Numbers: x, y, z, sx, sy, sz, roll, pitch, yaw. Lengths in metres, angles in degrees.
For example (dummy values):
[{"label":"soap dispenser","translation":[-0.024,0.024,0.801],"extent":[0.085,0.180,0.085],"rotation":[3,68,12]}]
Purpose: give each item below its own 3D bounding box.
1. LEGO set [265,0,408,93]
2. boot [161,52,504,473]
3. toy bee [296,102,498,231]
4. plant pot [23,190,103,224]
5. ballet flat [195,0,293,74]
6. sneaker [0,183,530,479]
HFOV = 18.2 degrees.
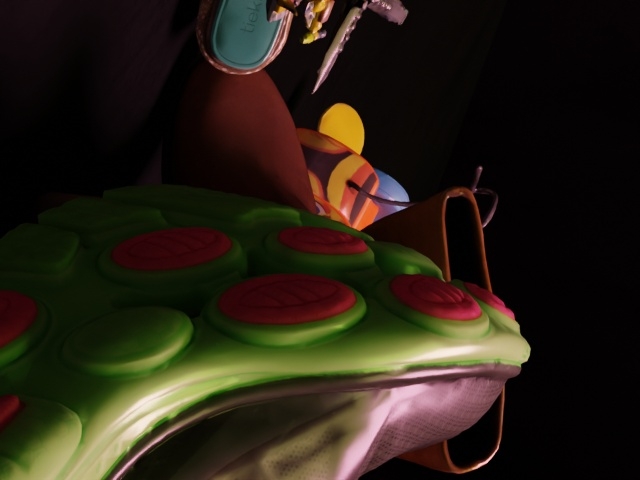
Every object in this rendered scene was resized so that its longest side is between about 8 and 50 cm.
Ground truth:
[{"label":"LEGO set","translation":[0.062,-0.231,0.993],"extent":[0.331,0.192,0.255],"rotation":[-62,167,8]},{"label":"boot","translation":[0.000,0.000,1.134],"extent":[0.280,0.096,0.264],"rotation":[165,-75,-65]},{"label":"toy bee","translation":[-0.002,-0.043,1.602],"extent":[0.298,0.162,0.195],"rotation":[-39,-158,42]},{"label":"plant pot","translation":[-0.089,0.095,1.045],"extent":[0.263,0.263,0.229],"rotation":[-3,100,-82]},{"label":"ballet flat","translation":[-0.026,-0.200,1.175],"extent":[0.206,0.073,0.067],"rotation":[-64,-160,13]},{"label":"sneaker","translation":[-0.096,0.112,0.834],"extent":[0.483,0.185,0.202],"rotation":[-22,130,-44]}]
